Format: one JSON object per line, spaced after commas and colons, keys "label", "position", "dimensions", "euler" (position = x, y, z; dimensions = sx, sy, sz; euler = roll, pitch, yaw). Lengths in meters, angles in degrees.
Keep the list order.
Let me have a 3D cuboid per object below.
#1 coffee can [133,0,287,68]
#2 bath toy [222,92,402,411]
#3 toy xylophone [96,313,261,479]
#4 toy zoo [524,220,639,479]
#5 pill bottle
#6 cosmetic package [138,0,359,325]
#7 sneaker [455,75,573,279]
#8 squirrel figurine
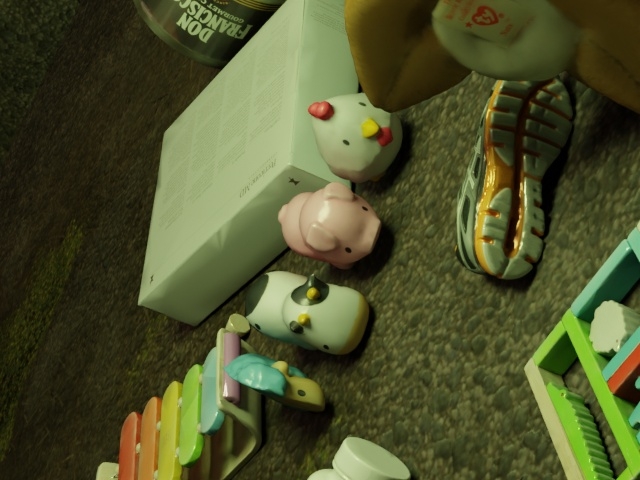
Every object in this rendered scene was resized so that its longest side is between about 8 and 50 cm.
{"label": "coffee can", "position": [-0.104, -0.397, 2.116], "dimensions": [0.275, 0.201, 0.202], "euler": [-49, 30, 34]}
{"label": "bath toy", "position": [0.000, 0.000, 1.651], "dimensions": [0.151, 0.129, 0.348], "euler": [11, 78, 31]}
{"label": "toy xylophone", "position": [-0.162, 0.221, 1.844], "dimensions": [0.323, 0.081, 0.236], "euler": [-53, 27, 28]}
{"label": "toy zoo", "position": [0.268, 0.055, 1.165], "dimensions": [0.293, 0.030, 0.192], "euler": [-55, 27, 26]}
{"label": "pill bottle", "position": [0.013, 0.268, 1.426], "dimensions": [0.169, 0.094, 0.094], "euler": [-62, 25, 11]}
{"label": "cosmetic package", "position": [-0.089, -0.100, 1.957], "dimensions": [0.377, 0.097, 0.284], "euler": [-40, 34, 46]}
{"label": "sneaker", "position": [0.165, -0.067, 1.425], "dimensions": [0.083, 0.084, 0.215], "euler": [-17, 55, 66]}
{"label": "squirrel figurine", "position": [0.164, -0.342, 1.281], "dimensions": [0.281, 0.397, 0.370], "euler": [0, 54, 25]}
